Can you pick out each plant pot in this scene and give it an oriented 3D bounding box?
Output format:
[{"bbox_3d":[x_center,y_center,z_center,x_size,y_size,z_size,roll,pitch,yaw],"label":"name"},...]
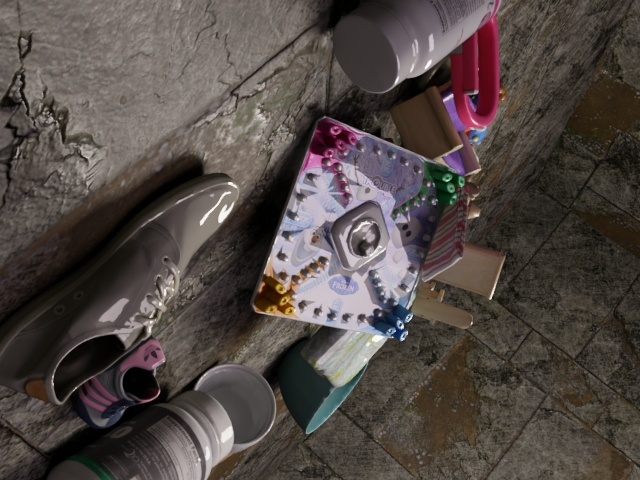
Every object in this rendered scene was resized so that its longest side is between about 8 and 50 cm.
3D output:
[{"bbox_3d":[-0.019,0.422,2.325,0.290,0.195,0.290,-46,162,-19],"label":"plant pot"}]

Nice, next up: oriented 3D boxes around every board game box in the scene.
[{"bbox_3d":[0.089,-0.004,1.493,0.390,0.050,0.390,16,97,-37],"label":"board game box"}]

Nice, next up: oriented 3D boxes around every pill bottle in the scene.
[{"bbox_3d":[0.160,-0.369,1.236,0.283,0.160,0.160,-41,160,-29],"label":"pill bottle"},{"bbox_3d":[-0.355,0.461,1.537,0.361,0.204,0.204,-26,150,-53],"label":"pill bottle"}]

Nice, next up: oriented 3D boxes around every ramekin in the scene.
[{"bbox_3d":[-0.220,0.411,1.796,0.207,0.207,0.109,-36,166,-40],"label":"ramekin"}]

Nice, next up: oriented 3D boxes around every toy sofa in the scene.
[{"bbox_3d":[0.305,-0.245,1.768,0.177,0.150,0.362,-24,169,16],"label":"toy sofa"}]

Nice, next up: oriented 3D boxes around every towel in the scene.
[{"bbox_3d":[0.105,0.198,1.772,0.320,0.090,0.374,-49,163,-9],"label":"towel"},{"bbox_3d":[0.265,-0.019,1.626,0.144,0.029,0.197,134,-28,-54],"label":"towel"}]

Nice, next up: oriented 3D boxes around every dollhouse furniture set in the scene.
[{"bbox_3d":[0.379,0.025,1.925,0.355,0.173,0.303,-46,153,-66],"label":"dollhouse furniture set"}]

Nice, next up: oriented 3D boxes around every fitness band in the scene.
[{"bbox_3d":[0.332,-0.385,1.584,0.209,0.054,0.291,-17,107,-60],"label":"fitness band"}]

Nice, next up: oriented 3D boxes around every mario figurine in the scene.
[{"bbox_3d":[0.431,-0.278,2.080,0.198,0.170,0.321,21,101,-37],"label":"mario figurine"}]

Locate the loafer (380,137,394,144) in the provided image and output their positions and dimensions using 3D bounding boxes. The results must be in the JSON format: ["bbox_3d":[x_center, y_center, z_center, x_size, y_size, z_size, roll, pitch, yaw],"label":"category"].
[{"bbox_3d":[0.151,-0.189,1.737,0.050,0.056,0.148,-22,159,-2],"label":"loafer"}]

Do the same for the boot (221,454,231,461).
[{"bbox_3d":[-0.348,0.675,2.206,0.236,0.089,0.269,-17,143,-45],"label":"boot"}]

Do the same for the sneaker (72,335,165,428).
[{"bbox_3d":[-0.339,0.253,1.278,0.112,0.131,0.319,-37,158,-39],"label":"sneaker"}]

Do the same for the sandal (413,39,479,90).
[{"bbox_3d":[0.315,-0.382,1.725,0.303,0.086,0.120,-31,153,-49],"label":"sandal"}]

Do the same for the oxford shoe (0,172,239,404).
[{"bbox_3d":[-0.269,0.070,1.096,0.449,0.130,0.169,-44,160,-26],"label":"oxford shoe"}]
